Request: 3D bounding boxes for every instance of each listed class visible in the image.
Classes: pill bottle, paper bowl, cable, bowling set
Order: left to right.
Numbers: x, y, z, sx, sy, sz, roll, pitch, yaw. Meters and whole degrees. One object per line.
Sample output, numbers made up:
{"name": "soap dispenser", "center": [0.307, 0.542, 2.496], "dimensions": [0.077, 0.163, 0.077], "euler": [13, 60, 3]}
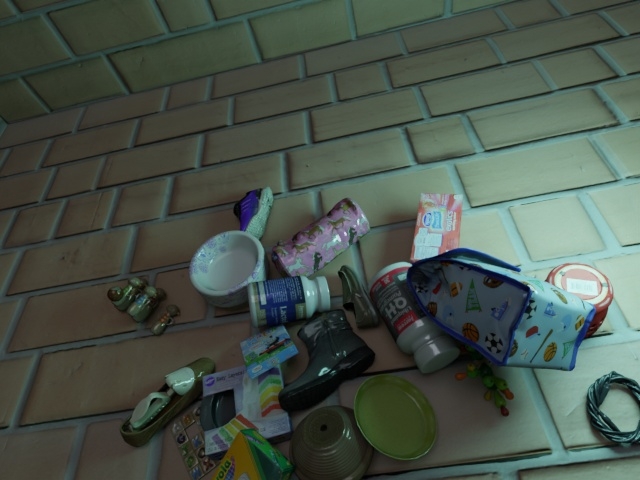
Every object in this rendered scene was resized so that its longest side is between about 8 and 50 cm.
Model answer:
{"name": "bowling set", "center": [-0.671, 0.205, 1.576], "dimensions": [0.287, 0.200, 0.154], "euler": [24, 61, 24]}
{"name": "paper bowl", "center": [-0.328, 0.115, 1.579], "dimensions": [0.284, 0.148, 0.284], "euler": [-7, 52, 9]}
{"name": "pill bottle", "center": [-0.108, 0.200, 1.434], "dimensions": [0.264, 0.153, 0.153], "euler": [-8, 51, -9]}
{"name": "pill bottle", "center": [0.287, 0.236, 1.310], "dimensions": [0.176, 0.176, 0.319], "euler": [-24, 51, -4]}
{"name": "cable", "center": [0.786, 0.438, 1.119], "dimensions": [0.150, 0.047, 0.185], "euler": [-4, 55, 18]}

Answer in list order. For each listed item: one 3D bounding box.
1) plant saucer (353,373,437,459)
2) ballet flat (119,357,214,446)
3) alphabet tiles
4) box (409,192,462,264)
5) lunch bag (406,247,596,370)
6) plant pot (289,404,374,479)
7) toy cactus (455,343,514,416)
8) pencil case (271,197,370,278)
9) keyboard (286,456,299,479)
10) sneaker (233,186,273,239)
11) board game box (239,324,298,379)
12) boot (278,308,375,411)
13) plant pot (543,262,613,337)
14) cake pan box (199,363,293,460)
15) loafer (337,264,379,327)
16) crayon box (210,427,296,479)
{"name": "plant saucer", "center": [0.203, 0.490, 1.179], "dimensions": [0.240, 0.037, 0.241], "euler": [11, 41, -9]}
{"name": "ballet flat", "center": [-0.490, 0.497, 1.348], "dimensions": [0.342, 0.124, 0.116], "euler": [-42, 55, -18]}
{"name": "alphabet tiles", "center": [-0.331, 0.584, 1.314], "dimensions": [0.237, 0.009, 0.198], "euler": [-35, 53, -12]}
{"name": "box", "center": [0.409, -0.010, 1.486], "dimensions": [0.154, 0.142, 0.300], "euler": [4, 55, 17]}
{"name": "lunch bag", "center": [0.467, 0.167, 1.167], "dimensions": [0.385, 0.327, 0.239], "euler": [27, 99, 58]}
{"name": "plant pot", "center": [0.021, 0.538, 1.154], "dimensions": [0.237, 0.110, 0.237], "euler": [-11, 33, 7]}
{"name": "toy cactus", "center": [0.457, 0.368, 1.198], "dimensions": [0.112, 0.180, 0.219], "euler": [-38, 92, 20]}
{"name": "pencil case", "center": [0.000, 0.000, 1.579], "dimensions": [0.386, 0.167, 0.160], "euler": [-34, 22, -12]}
{"name": "keyboard", "center": [-0.176, 0.673, 1.207], "dimensions": [0.255, 0.014, 0.072], "euler": [-13, 57, 5]}
{"name": "sneaker", "center": [-0.304, -0.101, 1.776], "dimensions": [0.146, 0.102, 0.293], "euler": [0, 49, 20]}
{"name": "board game box", "center": [-0.171, 0.344, 1.361], "dimensions": [0.160, 0.039, 0.211], "euler": [-28, 16, -11]}
{"name": "boot", "center": [-0.018, 0.368, 1.334], "dimensions": [0.338, 0.118, 0.223], "euler": [-22, 47, -24]}
{"name": "plant pot", "center": [0.743, 0.168, 1.248], "dimensions": [0.191, 0.174, 0.191], "euler": [-7, 50, 8]}
{"name": "cake pan box", "center": [-0.232, 0.508, 1.300], "dimensions": [0.266, 0.070, 0.246], "euler": [-14, 48, -1]}
{"name": "loafer", "center": [0.110, 0.189, 1.443], "dimensions": [0.087, 0.094, 0.251], "euler": [-22, 51, -8]}
{"name": "crayon box", "center": [-0.208, 0.669, 1.118], "dimensions": [0.165, 0.081, 0.279], "euler": [27, 85, 30]}
